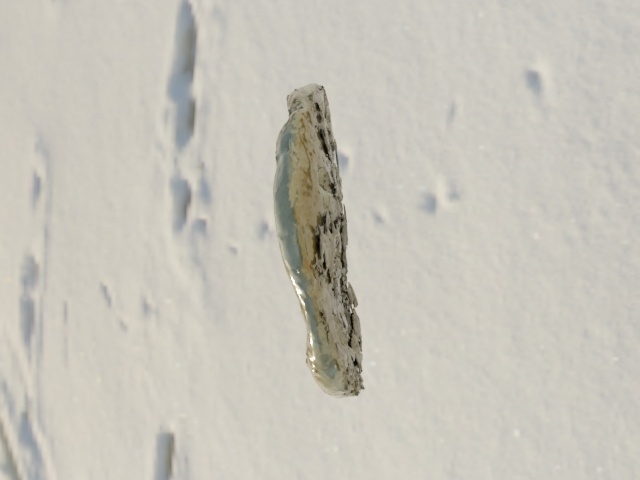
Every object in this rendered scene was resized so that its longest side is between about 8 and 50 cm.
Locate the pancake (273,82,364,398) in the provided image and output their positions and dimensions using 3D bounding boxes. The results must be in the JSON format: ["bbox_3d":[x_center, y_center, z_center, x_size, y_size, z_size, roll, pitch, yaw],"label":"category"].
[{"bbox_3d":[0.001,-0.001,1.098,0.282,0.048,0.283,-6,-90,-85],"label":"pancake"}]
